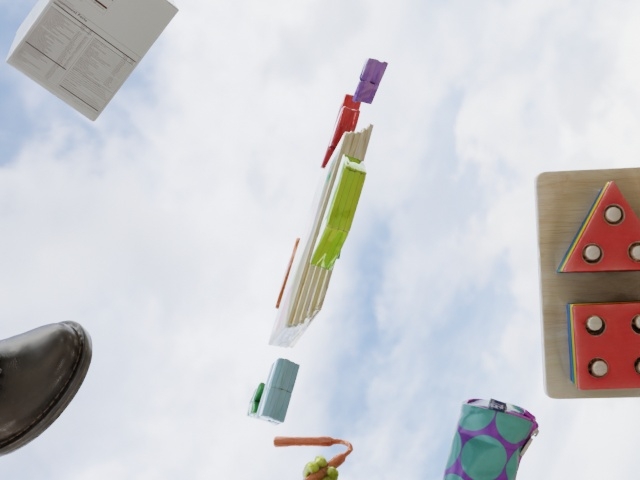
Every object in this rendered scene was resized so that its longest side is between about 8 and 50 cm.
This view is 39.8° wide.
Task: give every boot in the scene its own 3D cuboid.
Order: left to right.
[{"bbox_3d":[-0.325,0.088,0.648,0.263,0.091,0.229,-28,-42,-6],"label":"boot"}]

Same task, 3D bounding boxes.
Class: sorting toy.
[{"bbox_3d":[0.371,0.043,0.954,0.089,0.257,0.256,21,-113,-82],"label":"sorting toy"}]

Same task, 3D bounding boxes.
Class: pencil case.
[{"bbox_3d":[0.138,0.210,0.743,0.064,0.070,0.152,26,-105,-58],"label":"pencil case"}]

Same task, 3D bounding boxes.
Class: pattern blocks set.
[{"bbox_3d":[0.000,0.000,0.753,0.285,0.026,0.325,143,146,-81],"label":"pattern blocks set"}]

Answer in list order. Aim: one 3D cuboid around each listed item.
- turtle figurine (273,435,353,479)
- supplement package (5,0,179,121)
[{"bbox_3d":[0.048,0.269,0.769,0.087,0.269,0.217,-68,-13,14],"label":"turtle figurine"},{"bbox_3d":[-0.332,-0.318,1.288,0.149,0.194,0.203,35,-78,-26],"label":"supplement package"}]
